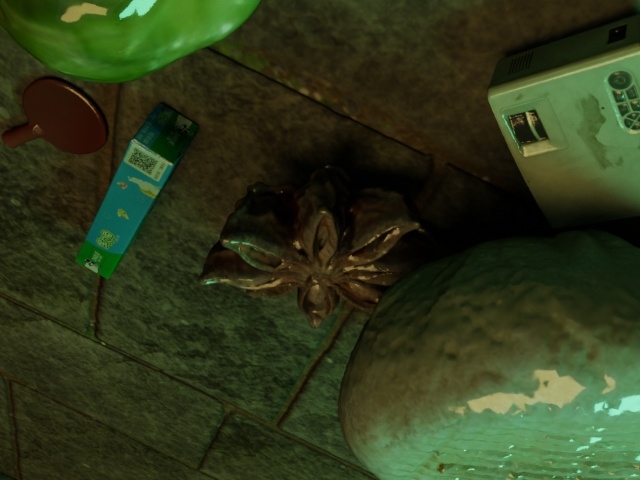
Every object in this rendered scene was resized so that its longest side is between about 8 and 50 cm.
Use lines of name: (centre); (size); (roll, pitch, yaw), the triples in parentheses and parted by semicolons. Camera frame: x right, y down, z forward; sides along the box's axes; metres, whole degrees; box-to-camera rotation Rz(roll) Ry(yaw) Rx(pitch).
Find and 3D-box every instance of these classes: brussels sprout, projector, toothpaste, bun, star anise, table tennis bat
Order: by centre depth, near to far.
brussels sprout: (-0.143, -0.225, 0.475); (0.244, 0.244, 0.244); (15, 139, 13)
projector: (0.209, -0.085, 0.544); (0.115, 0.061, 0.147); (-12, 127, 35)
bun: (0.192, 0.115, 0.625); (0.362, 0.211, 0.362); (5, 151, 3)
star anise: (-0.001, 0.000, 0.716); (0.236, 0.109, 0.223); (-12, 152, 19)
table tennis bat: (-0.304, -0.130, 0.799); (0.155, 0.019, 0.098); (-11, 129, 33)
toothpaste: (-0.214, -0.047, 0.808); (0.050, 0.065, 0.266); (31, 140, -12)
